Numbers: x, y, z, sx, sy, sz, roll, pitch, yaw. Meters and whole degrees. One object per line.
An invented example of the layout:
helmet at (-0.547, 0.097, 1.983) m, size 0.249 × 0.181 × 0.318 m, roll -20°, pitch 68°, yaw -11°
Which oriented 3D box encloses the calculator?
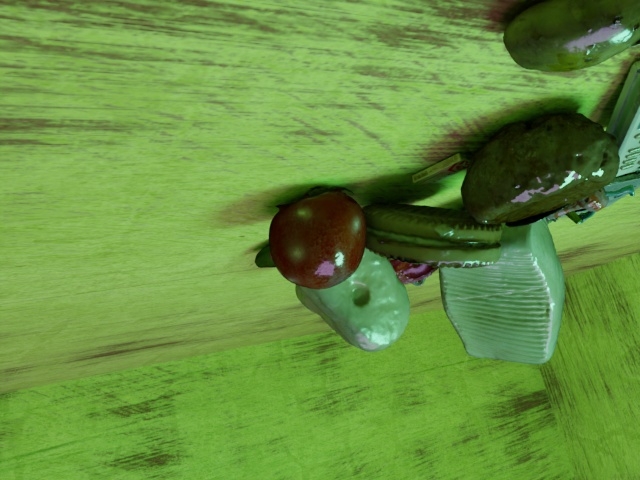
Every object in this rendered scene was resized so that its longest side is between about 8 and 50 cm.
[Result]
calculator at (0.678, -0.109, 1.554) m, size 0.161 × 0.021 × 0.262 m, roll -13°, pitch 166°, yaw -7°

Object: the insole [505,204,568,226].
insole at (0.432, -0.090, 1.137) m, size 0.327 × 0.007 × 0.111 m, roll -31°, pitch -165°, yaw -38°

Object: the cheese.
cheese at (0.063, 0.109, 1.333) m, size 0.173 × 0.248 × 0.251 m, roll -46°, pitch -177°, yaw -17°

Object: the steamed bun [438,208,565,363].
steamed bun at (0.399, 0.072, 1.399) m, size 0.247 × 0.236 × 0.384 m, roll -3°, pitch 130°, yaw 29°

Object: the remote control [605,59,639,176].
remote control at (0.476, -0.174, 0.925) m, size 0.102 × 0.056 × 0.277 m, roll -17°, pitch 158°, yaw 7°

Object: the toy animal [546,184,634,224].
toy animal at (0.551, -0.084, 1.361) m, size 0.103 × 0.100 × 0.208 m, roll 33°, pitch 137°, yaw -25°

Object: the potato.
potato at (0.246, -0.201, 0.613) m, size 0.138 × 0.070 × 0.091 m, roll -21°, pitch 164°, yaw 26°

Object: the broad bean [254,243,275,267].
broad bean at (-0.037, 0.003, 1.203) m, size 0.065 × 0.046 × 0.254 m, roll 8°, pitch 154°, yaw -42°

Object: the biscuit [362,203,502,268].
biscuit at (0.183, -0.012, 1.092) m, size 0.259 × 0.079 × 0.259 m, roll 6°, pitch -171°, yaw -1°

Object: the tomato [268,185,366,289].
tomato at (0.000, 0.000, 1.012) m, size 0.167 × 0.167 × 0.167 m, roll -14°, pitch 167°, yaw -3°

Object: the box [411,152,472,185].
box at (0.199, -0.113, 1.040) m, size 0.093 × 0.015 × 0.058 m, roll -25°, pitch 165°, yaw 38°

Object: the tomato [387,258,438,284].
tomato at (0.184, 0.023, 1.419) m, size 0.159 × 0.091 × 0.139 m, roll 13°, pitch 132°, yaw -39°

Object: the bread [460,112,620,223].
bread at (0.322, -0.108, 0.965) m, size 0.230 × 0.123 × 0.230 m, roll -16°, pitch 167°, yaw -4°

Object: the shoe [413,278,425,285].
shoe at (0.259, 0.094, 1.823) m, size 0.079 × 0.078 × 0.195 m, roll -17°, pitch 163°, yaw 7°
